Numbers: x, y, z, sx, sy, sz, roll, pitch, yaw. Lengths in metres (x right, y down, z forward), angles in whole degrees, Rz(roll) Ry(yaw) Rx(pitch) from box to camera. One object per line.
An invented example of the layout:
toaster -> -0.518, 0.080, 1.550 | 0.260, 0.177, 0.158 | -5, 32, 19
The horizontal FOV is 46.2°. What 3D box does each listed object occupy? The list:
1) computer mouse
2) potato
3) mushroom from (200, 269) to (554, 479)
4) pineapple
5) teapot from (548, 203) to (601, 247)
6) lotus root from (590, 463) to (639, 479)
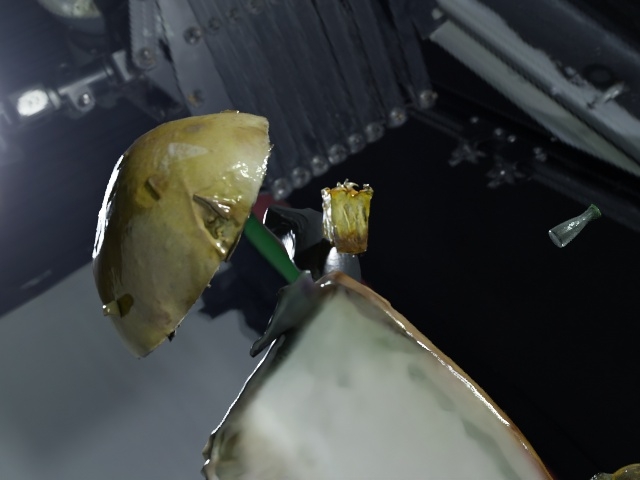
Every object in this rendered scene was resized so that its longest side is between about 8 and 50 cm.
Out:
computer mouse -> 0.000, 0.000, 1.300 | 0.147, 0.088, 0.264 | 21, 13, -34
potato -> -0.169, -0.016, 0.770 | 0.299, 0.116, 0.239 | -50, -149, 32
mushroom -> 0.085, 0.213, 0.731 | 0.313, 0.224, 0.397 | 35, -3, 14
pineapple -> 0.041, -0.027, 1.148 | 0.137, 0.069, 0.116 | 103, -21, -64
teapot -> 0.522, -0.033, 1.530 | 0.043, 0.110, 0.043 | 55, -4, 5
lotus root -> 0.515, 0.405, 1.147 | 0.209, 0.120, 0.120 | 16, -32, 5
